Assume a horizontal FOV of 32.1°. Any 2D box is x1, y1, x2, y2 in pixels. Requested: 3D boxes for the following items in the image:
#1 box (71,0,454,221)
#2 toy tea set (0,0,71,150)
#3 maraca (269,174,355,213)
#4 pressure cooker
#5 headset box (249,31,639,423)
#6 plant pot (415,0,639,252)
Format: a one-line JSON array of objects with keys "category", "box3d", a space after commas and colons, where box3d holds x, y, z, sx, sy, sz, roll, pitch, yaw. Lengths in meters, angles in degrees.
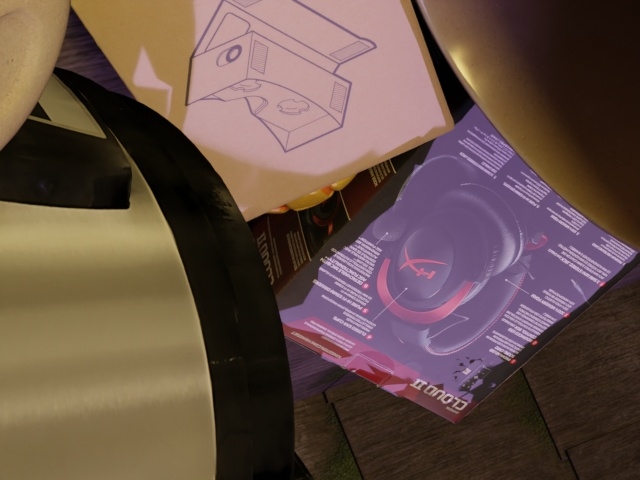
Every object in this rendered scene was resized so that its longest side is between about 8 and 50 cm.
[{"category": "box", "box3d": [-0.024, -0.102, 0.636, 0.165, 0.021, 0.201, -24, 138, 5]}, {"category": "toy tea set", "box3d": [-0.100, -0.178, 0.262, 0.200, 0.124, 0.336, -53, 166, -37]}, {"category": "maraca", "box3d": [-0.043, -0.066, 0.780, 0.186, 0.099, 0.127, -13, 166, 43]}, {"category": "pressure cooker", "box3d": [-0.222, 0.087, 0.514, 0.376, 0.369, 0.420, -29, 161, 39]}, {"category": "headset box", "box3d": [0.095, 0.000, 0.859, 0.218, 0.110, 0.293, 29, 117, -28]}, {"category": "plant pot", "box3d": [0.218, -0.170, 0.566, 0.274, 0.256, 0.256, -37, 168, -9]}]
